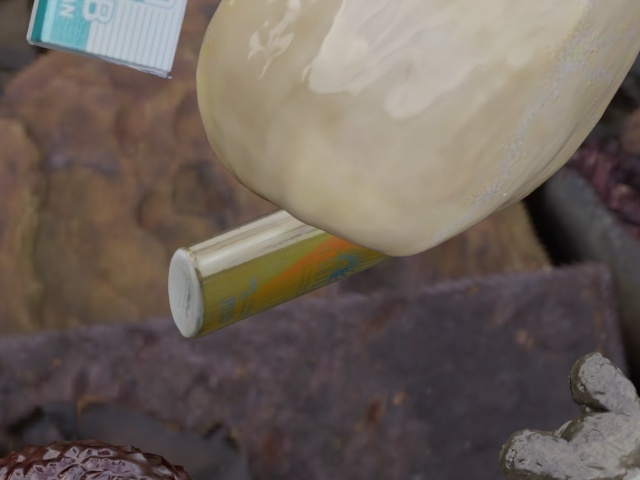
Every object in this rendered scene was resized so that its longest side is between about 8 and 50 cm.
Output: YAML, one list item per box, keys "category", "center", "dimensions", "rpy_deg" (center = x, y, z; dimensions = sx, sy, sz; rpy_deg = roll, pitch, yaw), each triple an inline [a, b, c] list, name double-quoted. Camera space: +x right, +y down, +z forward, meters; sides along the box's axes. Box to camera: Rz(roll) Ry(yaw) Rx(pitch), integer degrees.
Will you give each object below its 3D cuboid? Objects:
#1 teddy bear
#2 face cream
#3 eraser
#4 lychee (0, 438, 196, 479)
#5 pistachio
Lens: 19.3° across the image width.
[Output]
- category: "teddy bear"
  center: [0.268, 0.232, 1.948]
  dimensions: [0.140, 0.190, 0.177]
  rpy_deg: [38, 67, 11]
- category: "face cream"
  center: [0.000, 0.000, 1.727]
  dimensions: [0.285, 0.139, 0.067]
  rpy_deg: [-22, 68, -20]
- category: "eraser"
  center: [-0.124, -0.229, 1.256]
  dimensions: [0.096, 0.225, 0.052]
  rpy_deg: [12, 4, -21]
- category: "lychee"
  center: [-0.168, 0.262, 1.267]
  dimensions: [0.261, 0.260, 0.260]
  rpy_deg: [5, 47, -5]
- category: "pistachio"
  center: [0.052, -0.096, 0.767]
  dimensions: [0.157, 0.229, 0.157]
  rpy_deg: [35, 25, -18]
